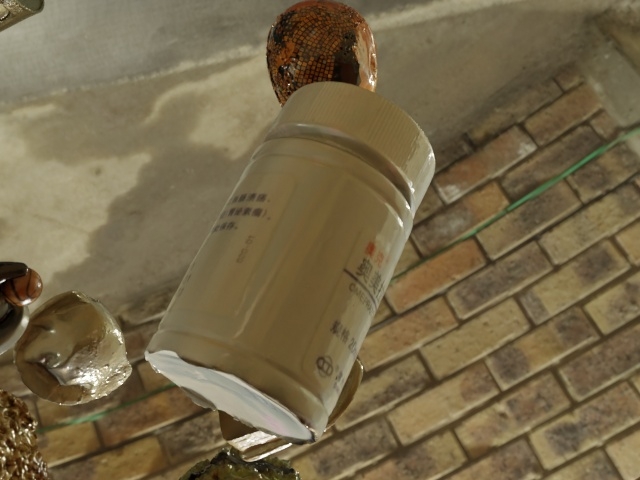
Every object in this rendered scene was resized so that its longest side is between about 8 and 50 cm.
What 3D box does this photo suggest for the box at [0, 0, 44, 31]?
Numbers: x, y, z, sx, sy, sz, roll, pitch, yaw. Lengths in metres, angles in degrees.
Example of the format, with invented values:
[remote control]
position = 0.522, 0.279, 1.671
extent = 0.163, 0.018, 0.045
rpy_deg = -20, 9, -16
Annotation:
[box]
position = -0.473, -0.355, 1.011
extent = 0.149, 0.226, 0.226
rpy_deg = -26, 151, 6

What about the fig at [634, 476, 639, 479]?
[fig]
position = 0.264, 0.202, 0.422
extent = 0.263, 0.224, 0.224
rpy_deg = -13, 153, 10

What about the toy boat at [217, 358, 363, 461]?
[toy boat]
position = -0.040, 0.183, 0.991
extent = 0.188, 0.116, 0.061
rpy_deg = -29, 138, 18

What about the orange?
[orange]
position = 0.006, -0.298, 1.397
extent = 0.182, 0.235, 0.234
rpy_deg = -2, 152, 8

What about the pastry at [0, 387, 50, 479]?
[pastry]
position = -0.534, 0.331, 1.240
extent = 0.184, 0.316, 0.284
rpy_deg = -37, 108, -1

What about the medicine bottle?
[medicine bottle]
position = -0.021, 0.017, 0.835
extent = 0.190, 0.189, 0.332
rpy_deg = 76, 37, -61

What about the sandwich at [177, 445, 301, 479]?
[sandwich]
position = -0.159, 0.513, 1.415
extent = 0.325, 0.262, 0.131
rpy_deg = -37, -166, -4

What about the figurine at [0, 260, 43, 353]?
[figurine]
position = -0.485, 0.047, 1.086
extent = 0.176, 0.133, 0.236
rpy_deg = -23, 137, -3

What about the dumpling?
[dumpling]
position = -0.522, 0.241, 1.721
extent = 0.227, 0.243, 0.175
rpy_deg = -41, -173, -22
